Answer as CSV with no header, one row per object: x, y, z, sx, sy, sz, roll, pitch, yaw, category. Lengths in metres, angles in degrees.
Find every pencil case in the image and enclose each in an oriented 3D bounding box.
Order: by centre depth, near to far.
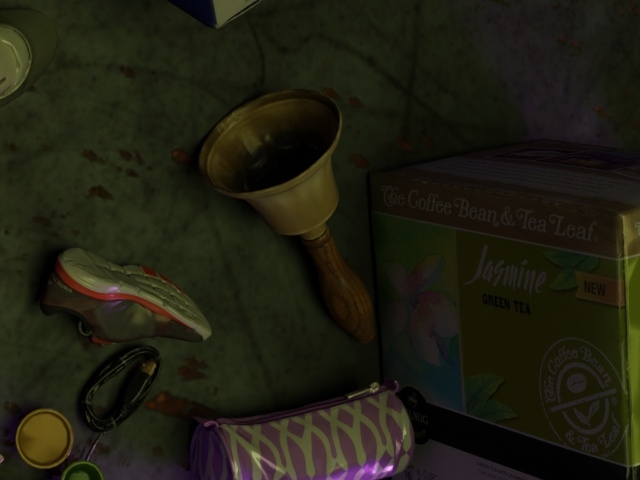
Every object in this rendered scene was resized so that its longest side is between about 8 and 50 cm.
-0.013,0.177,1.555,0.206,0.086,0.088,-11,111,-34,pencil case

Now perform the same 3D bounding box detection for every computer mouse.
-0.188,0.195,1.461,0.071,0.041,0.242,31,79,-34,computer mouse

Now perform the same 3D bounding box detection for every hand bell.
0.000,0.000,1.544,0.126,0.126,0.242,-46,133,-21,hand bell

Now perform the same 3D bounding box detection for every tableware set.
-0.241,0.164,1.406,0.104,0.024,0.154,-41,104,-24,tableware set

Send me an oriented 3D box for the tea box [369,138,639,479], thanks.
0.230,0.092,1.567,0.220,0.329,0.323,-12,103,-33,tea box

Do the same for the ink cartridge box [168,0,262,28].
-0.045,-0.349,1.349,0.270,0.151,0.395,-37,140,-24,ink cartridge box

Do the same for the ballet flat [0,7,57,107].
-0.275,-0.116,1.330,0.213,0.068,0.072,-25,112,-31,ballet flat

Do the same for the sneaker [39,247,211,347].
-0.161,0.057,1.460,0.158,0.061,0.065,25,110,-35,sneaker
